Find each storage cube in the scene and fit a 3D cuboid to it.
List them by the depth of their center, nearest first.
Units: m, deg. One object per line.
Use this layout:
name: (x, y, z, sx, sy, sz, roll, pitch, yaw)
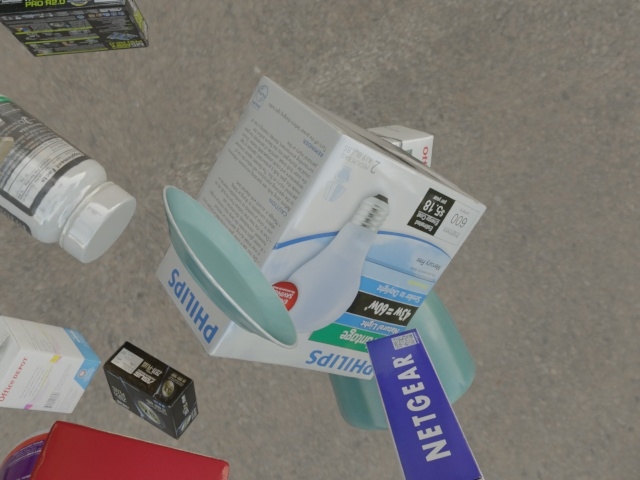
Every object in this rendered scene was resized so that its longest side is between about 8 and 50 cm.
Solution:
storage cube: (-0.219, 0.326, 0.691, 0.215, 0.183, 0.193, 18, 44, -10)

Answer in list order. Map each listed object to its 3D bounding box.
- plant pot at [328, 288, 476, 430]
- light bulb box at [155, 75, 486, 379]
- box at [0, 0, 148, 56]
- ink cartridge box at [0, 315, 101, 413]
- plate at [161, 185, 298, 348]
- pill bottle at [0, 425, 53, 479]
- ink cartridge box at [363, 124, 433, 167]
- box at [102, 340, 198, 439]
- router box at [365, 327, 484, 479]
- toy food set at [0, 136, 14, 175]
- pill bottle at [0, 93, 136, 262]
plant pot: (0.133, 0.191, 1.363, 0.293, 0.293, 0.235, -25, 105, -13)
light bulb box: (0.000, 0.000, 1.080, 0.358, 0.225, 0.361, 18, 109, -43)
box: (-0.532, -0.479, 1.489, 0.270, 0.216, 0.060, -5, 83, -1)
ink cartridge box: (-0.403, 0.172, 0.951, 0.143, 0.090, 0.092, 26, 98, -48)
plate: (-0.088, 0.029, 0.627, 0.024, 0.188, 0.188, -39, 102, 6)
pill bottle: (-0.355, 0.399, 0.892, 0.181, 0.323, 0.181, -4, 110, -12)
ink cartridge box: (0.103, -0.126, 1.481, 0.289, 0.121, 0.211, -16, 119, -39)
box: (-0.356, 0.317, 1.444, 0.180, 0.147, 0.077, 26, 52, 17)
router box: (0.155, 0.330, 0.911, 0.082, 0.335, 0.301, -15, 112, 1)
toy food set: (-0.481, -0.082, 0.844, 0.192, 0.132, 0.038, -9, 70, -43)
pill bottle: (-0.580, -0.123, 1.419, 0.361, 0.204, 0.204, 36, 83, 1)
